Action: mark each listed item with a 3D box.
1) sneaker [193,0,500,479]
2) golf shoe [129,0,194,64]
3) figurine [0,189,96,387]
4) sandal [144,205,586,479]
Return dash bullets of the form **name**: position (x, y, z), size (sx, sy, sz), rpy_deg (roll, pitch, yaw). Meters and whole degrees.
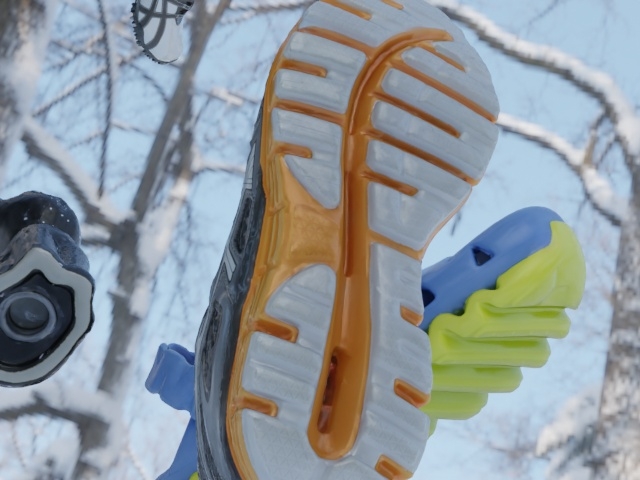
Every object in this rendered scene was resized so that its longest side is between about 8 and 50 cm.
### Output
- **sneaker**: position (0.000, 0.000, 0.484), size (0.084, 0.214, 0.083), rpy_deg (25, -31, -14)
- **golf shoe**: position (-0.157, -0.266, 1.510), size (0.094, 0.077, 0.198), rpy_deg (4, -39, 10)
- **figurine**: position (-0.241, -0.024, 0.896), size (0.215, 0.209, 0.092), rpy_deg (39, -82, -17)
- **sandal**: position (0.006, 0.067, 0.820), size (0.317, 0.138, 0.126), rpy_deg (-34, -29, 17)
